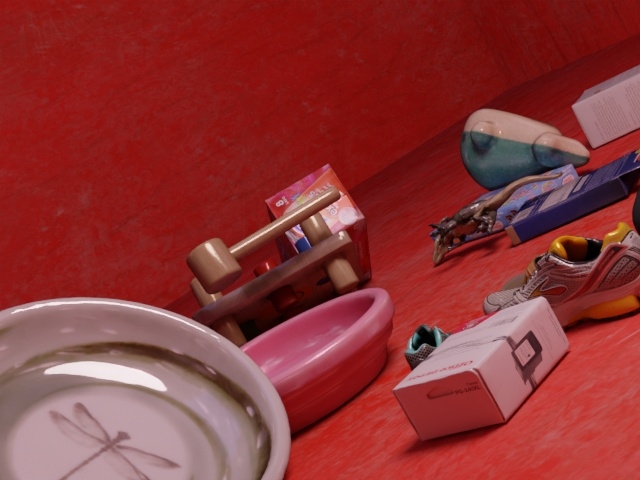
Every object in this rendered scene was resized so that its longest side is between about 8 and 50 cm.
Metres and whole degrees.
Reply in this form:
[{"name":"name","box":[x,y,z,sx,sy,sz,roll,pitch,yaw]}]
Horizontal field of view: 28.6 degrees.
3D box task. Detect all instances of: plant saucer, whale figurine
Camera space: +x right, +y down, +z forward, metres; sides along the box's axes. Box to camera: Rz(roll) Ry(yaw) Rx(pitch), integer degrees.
[{"name":"plant saucer","box":[-0.235,0.218,1.350,0.400,0.400,0.101,-37,-32,-51]},{"name":"whale figurine","box":[0.350,-0.143,2.181,0.216,0.141,0.272,13,5,-25]},{"name":"plant saucer","box":[-0.043,0.176,1.610,0.332,0.084,0.332,-28,7,4]}]

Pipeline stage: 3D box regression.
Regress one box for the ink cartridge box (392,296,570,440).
[{"name":"ink cartridge box","box":[0.158,0.126,1.226,0.109,0.063,0.150,-22,10,43]}]

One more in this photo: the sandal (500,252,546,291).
[{"name":"sandal","box":[0.272,0.038,1.471,0.072,0.049,0.180,-32,7,-23]}]

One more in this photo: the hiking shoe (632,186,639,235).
[{"name":"hiking shoe","box":[0.388,-0.039,1.324,0.304,0.113,0.132,-34,-18,-53]}]

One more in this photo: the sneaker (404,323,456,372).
[{"name":"sneaker","box":[0.129,0.119,1.347,0.065,0.076,0.166,-26,7,17]}]

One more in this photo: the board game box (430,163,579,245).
[{"name":"board game box","box":[0.304,-0.055,2.088,0.160,0.039,0.211,-34,8,-37]}]

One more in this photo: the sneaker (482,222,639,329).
[{"name":"sneaker","box":[0.260,0.039,1.330,0.225,0.093,0.088,-23,9,45]}]

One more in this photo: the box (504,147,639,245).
[{"name":"box","box":[0.389,-0.069,1.847,0.225,0.037,0.136,-28,7,30]}]

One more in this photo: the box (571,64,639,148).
[{"name":"box","box":[0.562,-0.254,2.286,0.170,0.091,0.130,-25,8,29]}]

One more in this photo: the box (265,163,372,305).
[{"name":"box","box":[0.000,0.000,2.131,0.128,0.123,0.257,-30,-24,-8]}]

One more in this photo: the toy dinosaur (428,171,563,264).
[{"name":"toy dinosaur","box":[0.240,-0.034,1.925,0.268,0.064,0.118,-34,-2,39]}]

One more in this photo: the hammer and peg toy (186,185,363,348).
[{"name":"hammer and peg toy","box":[-0.055,0.069,1.835,0.265,0.127,0.361,-29,-16,-3]}]
